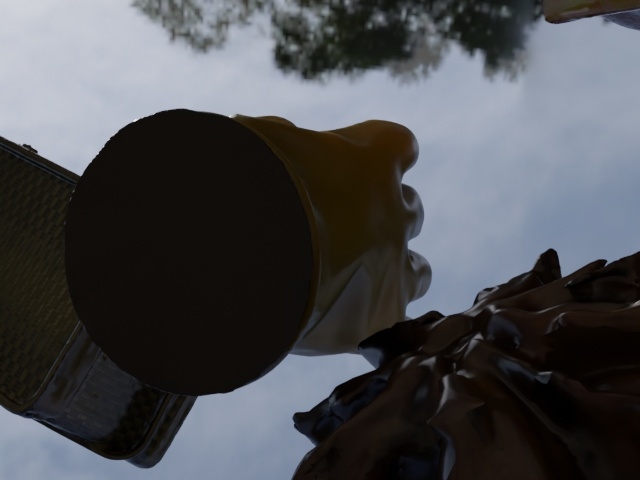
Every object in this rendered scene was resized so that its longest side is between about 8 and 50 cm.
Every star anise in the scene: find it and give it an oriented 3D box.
[{"bbox_3d":[0.114,0.076,0.520,0.237,0.148,0.346,-11,-174,27],"label":"star anise"}]

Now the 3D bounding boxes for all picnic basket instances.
[{"bbox_3d":[-0.199,0.034,0.987,0.266,0.139,0.165,26,-98,39],"label":"picnic basket"}]

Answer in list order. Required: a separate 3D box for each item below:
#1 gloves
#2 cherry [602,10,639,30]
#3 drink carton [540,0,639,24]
[{"bbox_3d":[0.000,0.001,0.686,0.116,0.133,0.294,3,-177,23],"label":"gloves"},{"bbox_3d":[0.281,-0.285,1.155,0.239,0.239,0.206,-23,-166,-22],"label":"cherry"},{"bbox_3d":[0.182,-0.154,0.548,0.071,0.096,0.223,-23,-167,-33],"label":"drink carton"}]
